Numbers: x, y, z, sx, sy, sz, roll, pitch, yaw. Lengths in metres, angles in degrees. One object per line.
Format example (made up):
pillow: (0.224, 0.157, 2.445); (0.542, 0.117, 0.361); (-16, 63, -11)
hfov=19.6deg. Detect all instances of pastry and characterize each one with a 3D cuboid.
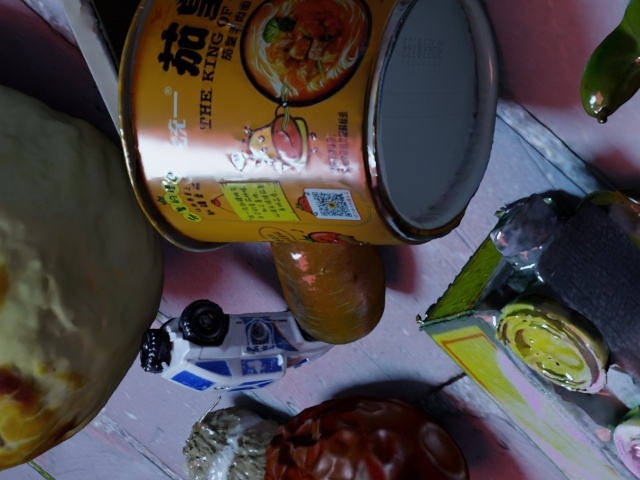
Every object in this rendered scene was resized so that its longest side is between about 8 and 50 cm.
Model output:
pastry: (-0.328, 0.038, 1.588); (0.388, 0.312, 0.388); (14, 152, 8)

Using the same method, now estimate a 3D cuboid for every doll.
doll: (-0.035, 0.239, 1.802); (0.221, 0.105, 0.115); (31, 150, 17)

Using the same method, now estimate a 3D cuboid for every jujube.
jujube: (0.034, 0.214, 1.639); (0.155, 0.155, 0.230); (46, 158, -13)

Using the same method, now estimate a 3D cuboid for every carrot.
carrot: (0.000, 0.000, 1.422); (0.087, 0.087, 0.193); (20, 145, 33)

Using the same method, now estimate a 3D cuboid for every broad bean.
broad bean: (0.207, -0.130, 0.995); (0.048, 0.070, 0.213); (27, 146, -14)

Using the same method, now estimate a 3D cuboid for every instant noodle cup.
instant noodle cup: (0.001, -0.089, 1.169); (0.172, 0.216, 0.216); (8, 141, 30)

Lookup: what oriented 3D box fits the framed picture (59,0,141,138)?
framed picture: (-0.146, -0.197, 1.187); (0.024, 0.232, 0.315); (-13, 135, 6)

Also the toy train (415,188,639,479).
toy train: (0.192, 0.077, 1.246); (0.261, 0.134, 0.177); (46, 152, -14)

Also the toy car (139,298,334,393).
toy car: (-0.070, 0.090, 1.572); (0.080, 0.171, 0.070); (146, 118, -61)
